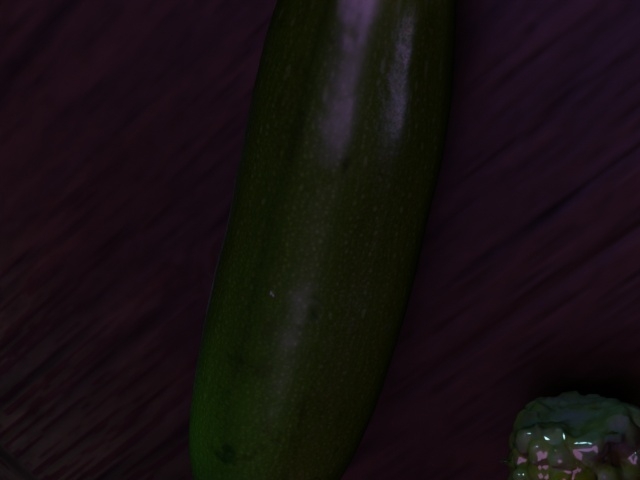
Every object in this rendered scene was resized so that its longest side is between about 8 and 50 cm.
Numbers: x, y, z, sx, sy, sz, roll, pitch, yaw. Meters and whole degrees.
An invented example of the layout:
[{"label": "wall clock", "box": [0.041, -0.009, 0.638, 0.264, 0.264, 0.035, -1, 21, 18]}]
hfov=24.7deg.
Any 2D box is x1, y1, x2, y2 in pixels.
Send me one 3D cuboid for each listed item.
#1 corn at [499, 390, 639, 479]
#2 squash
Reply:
[{"label": "corn", "box": [0.139, 0.197, 0.657, 0.086, 0.086, 0.288, -6, 114, 18]}, {"label": "squash", "box": [0.000, 0.000, 0.596, 0.082, 0.082, 0.293, 17, 118, 7]}]
